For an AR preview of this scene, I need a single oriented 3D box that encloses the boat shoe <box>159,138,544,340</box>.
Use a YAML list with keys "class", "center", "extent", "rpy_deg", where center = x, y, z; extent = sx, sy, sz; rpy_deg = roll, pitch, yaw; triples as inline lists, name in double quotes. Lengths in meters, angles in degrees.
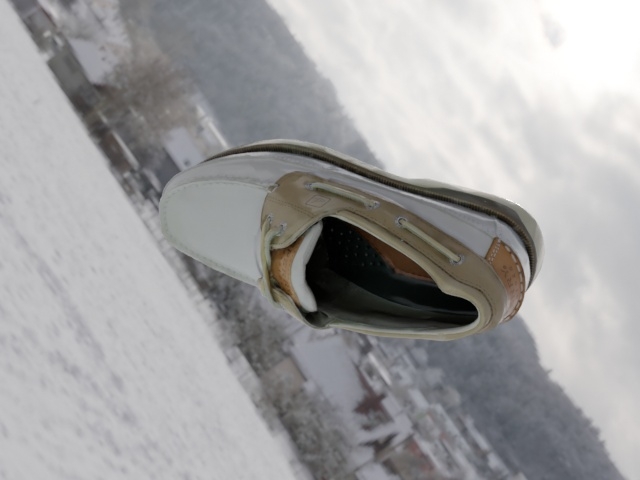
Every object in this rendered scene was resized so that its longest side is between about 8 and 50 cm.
- class: "boat shoe"
  center: [0.000, 0.000, 0.711]
  extent: [0.103, 0.302, 0.113]
  rpy_deg: [-43, 134, -52]
